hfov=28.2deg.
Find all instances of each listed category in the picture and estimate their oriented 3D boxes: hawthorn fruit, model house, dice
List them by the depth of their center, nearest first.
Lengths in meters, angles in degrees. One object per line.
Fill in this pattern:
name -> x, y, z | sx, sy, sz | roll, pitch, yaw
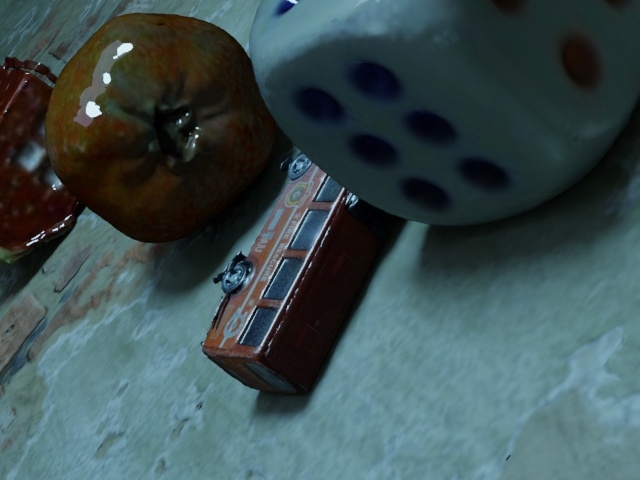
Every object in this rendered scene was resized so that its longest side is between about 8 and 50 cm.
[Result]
dice -> 0.086, -0.135, 0.814 | 0.194, 0.193, 0.191 | -16, 43, 49
hawthorn fruit -> -0.156, -0.106, 1.194 | 0.210, 0.210, 0.262 | -55, 13, -7
model house -> -0.379, -0.087, 1.579 | 0.254, 0.160, 0.196 | -56, 26, -6

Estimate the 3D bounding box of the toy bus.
toy bus -> 0.000, 0.000, 0.932 | 0.096, 0.073, 0.234 | 5, 60, 50
